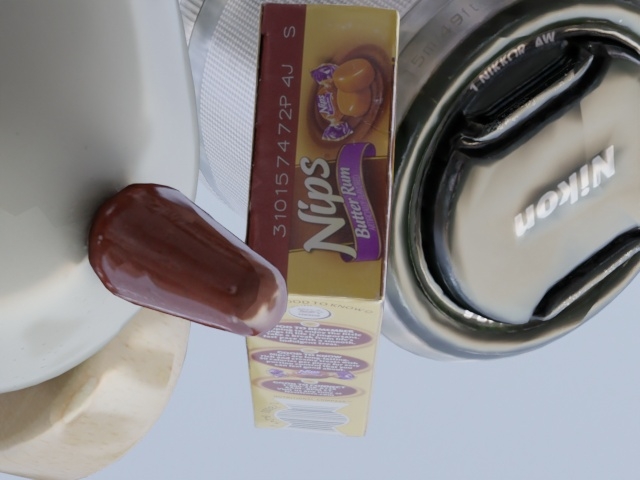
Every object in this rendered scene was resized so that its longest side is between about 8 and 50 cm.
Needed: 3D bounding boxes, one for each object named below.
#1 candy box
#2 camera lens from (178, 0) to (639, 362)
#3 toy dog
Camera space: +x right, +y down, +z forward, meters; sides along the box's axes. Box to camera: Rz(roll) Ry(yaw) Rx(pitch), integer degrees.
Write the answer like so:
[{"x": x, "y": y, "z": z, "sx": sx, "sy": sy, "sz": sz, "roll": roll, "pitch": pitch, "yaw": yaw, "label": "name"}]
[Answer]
[{"x": 0.000, "y": 0.000, "z": 0.695, "sx": 0.053, "sy": 0.187, "sz": 0.109, "roll": 3, "pitch": -109, "yaw": 2, "label": "candy box"}, {"x": 0.047, "y": -0.079, "z": 0.979, "sx": 0.219, "sy": 0.219, "sz": 0.274, "roll": -31, "pitch": -141, "yaw": -17, "label": "camera lens"}, {"x": -0.053, "y": -0.097, "z": 0.433, "sx": 0.161, "sy": 0.220, "sz": 0.334, "roll": 6, "pitch": -82, "yaw": 35, "label": "toy dog"}]
